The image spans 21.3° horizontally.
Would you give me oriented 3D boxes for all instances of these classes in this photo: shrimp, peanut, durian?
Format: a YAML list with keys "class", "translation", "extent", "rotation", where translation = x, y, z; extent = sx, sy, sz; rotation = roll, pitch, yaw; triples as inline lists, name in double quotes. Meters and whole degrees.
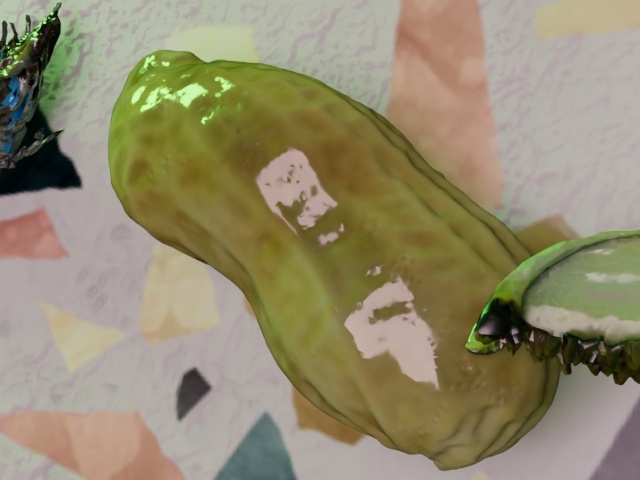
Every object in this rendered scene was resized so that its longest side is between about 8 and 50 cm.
- class: "shrimp"
  translation: [-0.210, -0.073, 1.055]
  extent: [0.174, 0.076, 0.082]
  rotation: [-43, 32, 19]
- class: "peanut"
  translation: [0.000, 0.000, 0.914]
  extent: [0.305, 0.147, 0.147]
  rotation: [45, 103, 19]
- class: "durian"
  translation: [0.257, 0.048, 0.814]
  extent: [0.375, 0.106, 0.132]
  rotation: [2, 70, 4]
